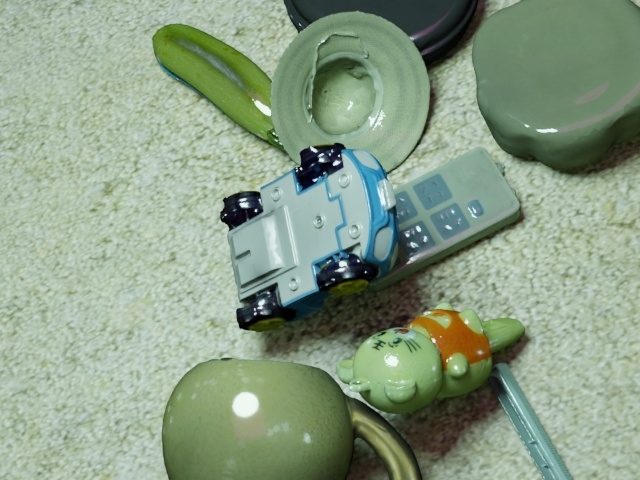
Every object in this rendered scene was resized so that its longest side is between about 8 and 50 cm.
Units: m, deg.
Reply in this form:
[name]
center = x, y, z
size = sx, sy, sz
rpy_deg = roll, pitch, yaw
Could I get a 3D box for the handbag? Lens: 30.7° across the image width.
[handbag]
center = 0.090, -0.380, 1.789
size = 0.308, 0.093, 0.254
rpy_deg = 31, 77, 22

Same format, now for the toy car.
[toy car]
center = 0.000, 0.000, 1.549
size = 0.314, 0.166, 0.198
rpy_deg = -28, 67, 40

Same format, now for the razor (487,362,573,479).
[razor]
center = 0.285, 0.278, 1.478
size = 0.111, 0.056, 0.278
rpy_deg = -43, 53, 29

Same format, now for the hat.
[hat]
center = 0.028, -0.211, 1.707
size = 0.252, 0.252, 0.110
rpy_deg = -41, 24, -8

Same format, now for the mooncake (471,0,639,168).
[mooncake]
center = 0.347, -0.227, 1.646
size = 0.275, 0.135, 0.275
rpy_deg = -6, 65, 13

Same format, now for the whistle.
[whistle]
center = 0.148, 0.144, 1.484
size = 0.288, 0.106, 0.131
rpy_deg = -18, 18, -34

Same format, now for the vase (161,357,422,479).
[vase]
center = -0.037, 0.306, 1.443
size = 0.329, 0.241, 0.302
rpy_deg = 3, 77, 0

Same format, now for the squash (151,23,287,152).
[squash]
center = -0.132, -0.239, 1.774
size = 0.341, 0.094, 0.094
rpy_deg = 39, 79, 26

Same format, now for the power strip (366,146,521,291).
[power strip]
center = 0.153, -0.030, 1.644
size = 0.270, 0.046, 0.118
rpy_deg = -27, 63, -2
